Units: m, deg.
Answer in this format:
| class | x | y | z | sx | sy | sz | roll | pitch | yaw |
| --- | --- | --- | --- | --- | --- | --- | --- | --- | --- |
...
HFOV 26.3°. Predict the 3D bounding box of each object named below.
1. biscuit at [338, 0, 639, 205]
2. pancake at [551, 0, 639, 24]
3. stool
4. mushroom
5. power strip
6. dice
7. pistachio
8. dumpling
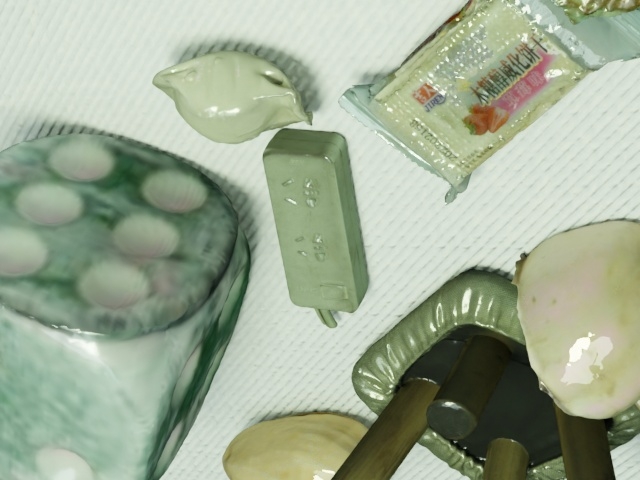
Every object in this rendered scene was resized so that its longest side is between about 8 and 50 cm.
| class | x | y | z | sx | sy | sz | roll | pitch | yaw |
| --- | --- | --- | --- | --- | --- | --- | --- | --- | --- |
| biscuit | 0.172 | -0.178 | 1.390 | 0.186 | 0.079 | 0.309 | 41 | 134 | -11 |
| pancake | 0.258 | -0.293 | 1.240 | 0.376 | 0.054 | 0.197 | 18 | 111 | 1 |
| stool | 0.193 | 0.240 | 1.635 | 0.310 | 0.226 | 0.310 | 36 | 132 | -8 |
| mushroom | 0.341 | 0.103 | 1.493 | 0.236 | 0.162 | 0.173 | 41 | 134 | -14 |
| power strip | 0.000 | 0.000 | 1.637 | 0.093 | 0.053 | 0.288 | 5 | 129 | 20 |
| dice | -0.288 | 0.091 | 1.653 | 0.330 | 0.328 | 0.348 | 23 | 133 | 4 |
| pistachio | -0.022 | 0.307 | 1.848 | 0.229 | 0.157 | 0.157 | 3 | 129 | 29 |
| dumpling | -0.095 | -0.153 | 1.535 | 0.169 | 0.100 | 0.134 | -10 | 162 | 6 |
